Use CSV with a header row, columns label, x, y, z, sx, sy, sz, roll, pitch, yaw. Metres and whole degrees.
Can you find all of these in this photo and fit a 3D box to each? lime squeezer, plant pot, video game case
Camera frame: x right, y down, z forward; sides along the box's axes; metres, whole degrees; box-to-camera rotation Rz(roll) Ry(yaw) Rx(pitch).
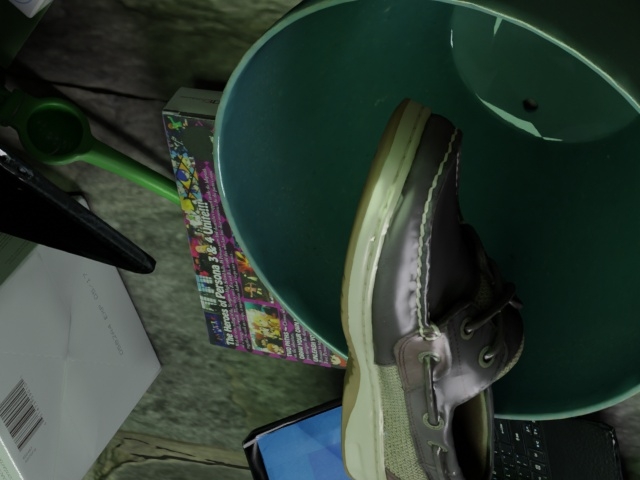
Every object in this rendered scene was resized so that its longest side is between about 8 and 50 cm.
label,x,y,z,sx,sy,sz,roll,pitch,yaw
lime squeezer,-0.232,-0.073,1.186,0.310,0.059,0.110,11,132,22
plant pot,0.108,-0.065,0.883,0.290,0.195,0.290,16,134,18
video game case,0.000,0.000,1.110,0.210,0.042,0.232,7,131,19

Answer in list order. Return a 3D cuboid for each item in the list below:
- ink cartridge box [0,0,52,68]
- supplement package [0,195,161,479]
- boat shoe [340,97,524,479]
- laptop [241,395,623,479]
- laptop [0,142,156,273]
label,x,y,z,sx,sy,sz,roll,pitch,yaw
ink cartridge box,-0.259,-0.228,1.069,0.171,0.056,0.235,41,135,-7
supplement package,-0.320,0.093,1.281,0.263,0.198,0.199,2,128,30
boat shoe,0.064,0.044,0.796,0.092,0.103,0.285,15,137,13
laptop,0.101,0.235,1.191,0.264,0.136,0.234,15,135,35
laptop,-0.315,-0.198,1.072,0.382,0.236,0.408,14,161,42
